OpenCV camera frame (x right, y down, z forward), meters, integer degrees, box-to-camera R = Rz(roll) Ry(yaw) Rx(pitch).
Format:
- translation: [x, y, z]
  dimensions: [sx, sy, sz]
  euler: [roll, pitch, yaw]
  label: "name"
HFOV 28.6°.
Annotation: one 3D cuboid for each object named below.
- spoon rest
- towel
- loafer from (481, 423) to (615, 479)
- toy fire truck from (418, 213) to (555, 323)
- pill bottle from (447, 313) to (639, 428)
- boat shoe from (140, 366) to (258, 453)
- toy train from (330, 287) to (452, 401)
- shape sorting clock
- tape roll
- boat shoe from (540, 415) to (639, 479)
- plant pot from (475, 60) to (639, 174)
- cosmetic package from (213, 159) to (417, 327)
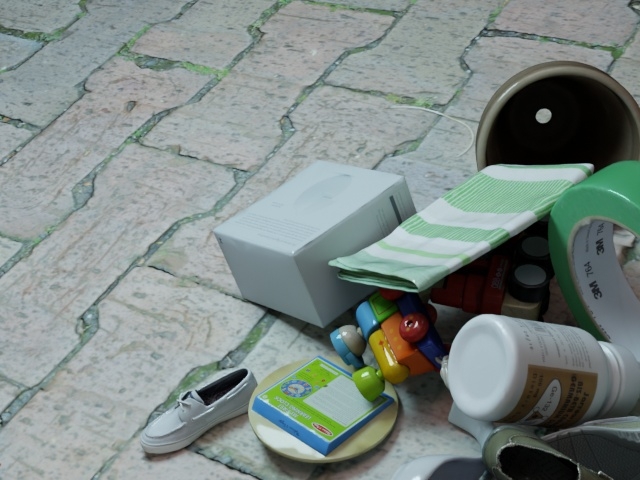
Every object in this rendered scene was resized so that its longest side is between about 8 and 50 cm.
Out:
- translation: [0.149, 0.289, 1.554]
  dimensions: [0.084, 0.137, 0.276]
  euler: [25, 36, 17]
  label: "spoon rest"
- translation: [0.195, -0.025, 1.735]
  dimensions: [0.325, 0.038, 0.248]
  euler: [-29, 16, -23]
  label: "towel"
- translation: [0.293, 0.302, 1.436]
  dimensions: [0.251, 0.087, 0.094]
  euler: [29, 93, 13]
  label: "loafer"
- translation: [0.215, 0.046, 1.836]
  dimensions: [0.246, 0.158, 0.217]
  euler: [10, 42, 12]
  label: "toy fire truck"
- translation: [0.286, 0.169, 1.578]
  dimensions: [0.229, 0.131, 0.131]
  euler: [10, 26, -31]
  label: "pill bottle"
- translation: [-0.171, 0.234, 1.756]
  dimensions: [0.184, 0.063, 0.066]
  euler: [-21, 38, -11]
  label: "boat shoe"
- translation: [0.106, 0.168, 1.681]
  dimensions: [0.143, 0.105, 0.248]
  euler: [-36, 40, 11]
  label: "toy train"
- translation: [0.004, 0.231, 1.725]
  dimensions: [0.206, 0.040, 0.206]
  euler: [0, 32, 0]
  label: "shape sorting clock"
- translation: [0.420, 0.058, 1.590]
  dimensions: [0.077, 0.321, 0.321]
  euler: [-29, 40, -19]
  label: "tape roll"
- translation: [0.378, 0.269, 1.525]
  dimensions: [0.320, 0.118, 0.103]
  euler: [-14, -7, 3]
  label: "boat shoe"
- translation: [0.370, -0.168, 1.992]
  dimensions: [0.263, 0.263, 0.229]
  euler: [-9, 18, 6]
  label: "plant pot"
- translation: [0.000, 0.000, 1.909]
  dimensions: [0.224, 0.138, 0.224]
  euler: [-33, 27, -26]
  label: "cosmetic package"
